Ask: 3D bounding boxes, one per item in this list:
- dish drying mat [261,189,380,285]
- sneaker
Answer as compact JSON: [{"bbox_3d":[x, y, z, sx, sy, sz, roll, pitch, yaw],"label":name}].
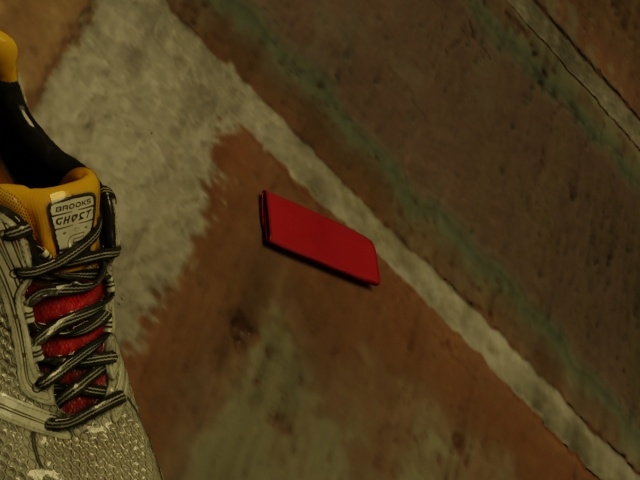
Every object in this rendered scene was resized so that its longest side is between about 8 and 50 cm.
[{"bbox_3d":[0.000,0.000,0.809,0.083,0.008,0.032,23,50,-40],"label":"dish drying mat"},{"bbox_3d":[-0.118,0.021,0.578,0.088,0.092,0.225,-25,88,-54],"label":"sneaker"}]
